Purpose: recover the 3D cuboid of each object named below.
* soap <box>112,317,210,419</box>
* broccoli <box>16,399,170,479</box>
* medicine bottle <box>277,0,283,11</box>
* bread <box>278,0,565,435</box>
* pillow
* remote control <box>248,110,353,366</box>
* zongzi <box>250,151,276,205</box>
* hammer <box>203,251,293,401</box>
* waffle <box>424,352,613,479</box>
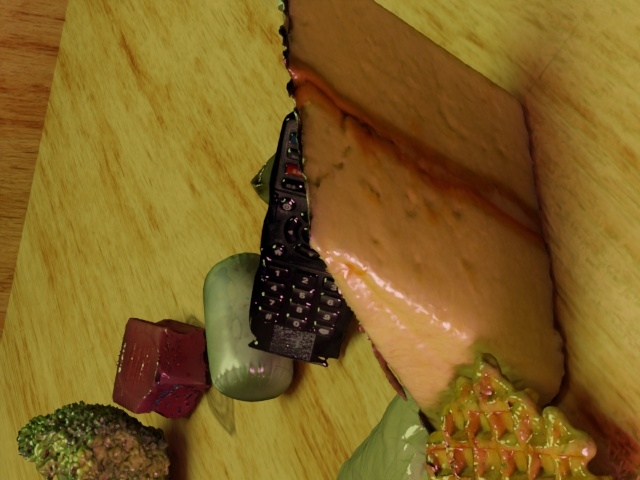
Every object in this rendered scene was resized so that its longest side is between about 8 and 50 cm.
[{"bbox_3d":[-0.260,0.211,2.397,0.250,0.099,0.162,-179,101,-67],"label":"soap"},{"bbox_3d":[-0.365,0.380,2.400,0.235,0.288,0.260,-51,34,23],"label":"broccoli"},{"bbox_3d":[-0.042,-0.370,2.059,0.047,0.047,0.083,150,122,-63],"label":"medicine bottle"},{"bbox_3d":[0.053,-0.024,1.422,0.242,0.405,0.345,-38,38,47],"label":"bread"},{"bbox_3d":[0.080,0.327,1.588,0.274,0.076,0.280,123,145,-51],"label":"pillow"},{"bbox_3d":[0.000,0.000,1.716,0.062,0.144,0.399,-75,-1,-45],"label":"remote control"},{"bbox_3d":[0.034,-0.115,1.812,0.205,0.094,0.204,14,70,56],"label":"zongzi"},{"bbox_3d":[-0.049,0.068,1.927,0.335,0.119,0.206,-47,45,46],"label":"hammer"},{"bbox_3d":[0.182,0.237,1.315,0.238,0.059,0.243,52,141,33],"label":"waffle"}]
